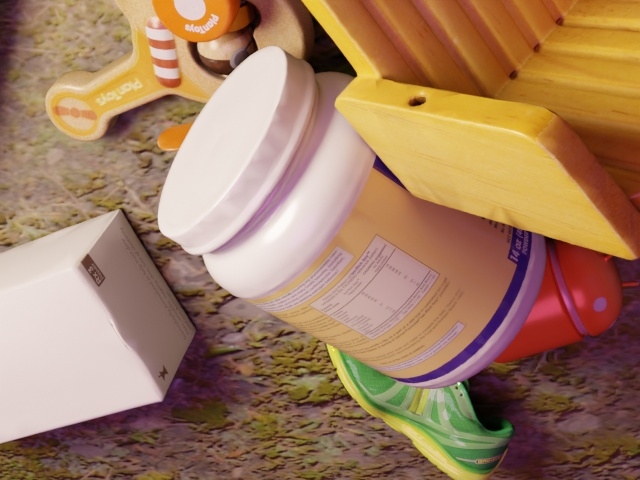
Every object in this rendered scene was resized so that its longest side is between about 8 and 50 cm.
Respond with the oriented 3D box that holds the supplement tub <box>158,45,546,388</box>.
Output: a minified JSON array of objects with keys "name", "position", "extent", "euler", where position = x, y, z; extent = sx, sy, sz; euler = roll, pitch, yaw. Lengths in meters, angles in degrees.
[{"name":"supplement tub","position":[0.033,-0.017,0.867],"extent":[0.331,0.241,0.241],"euler":[31,122,-27]}]

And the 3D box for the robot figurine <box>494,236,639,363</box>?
[{"name":"robot figurine","position":[0.246,0.064,0.995],"extent":[0.219,0.128,0.158],"euler":[-21,97,22]}]

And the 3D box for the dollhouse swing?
[{"name":"dollhouse swing","position":[0.171,-0.239,0.653],"extent":[0.315,0.347,0.305],"euler":[22,153,48]}]

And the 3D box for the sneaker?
[{"name":"sneaker","position":[0.127,0.191,1.124],"extent":[0.295,0.109,0.123],"euler":[39,97,-10]}]

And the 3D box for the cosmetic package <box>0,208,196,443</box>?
[{"name":"cosmetic package","position":[-0.390,0.131,1.146],"extent":[0.385,0.156,0.217],"euler":[-17,116,18]}]

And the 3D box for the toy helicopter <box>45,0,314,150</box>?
[{"name":"toy helicopter","position":[-0.159,-0.182,0.954],"extent":[0.355,0.140,0.235],"euler":[-18,125,32]}]
